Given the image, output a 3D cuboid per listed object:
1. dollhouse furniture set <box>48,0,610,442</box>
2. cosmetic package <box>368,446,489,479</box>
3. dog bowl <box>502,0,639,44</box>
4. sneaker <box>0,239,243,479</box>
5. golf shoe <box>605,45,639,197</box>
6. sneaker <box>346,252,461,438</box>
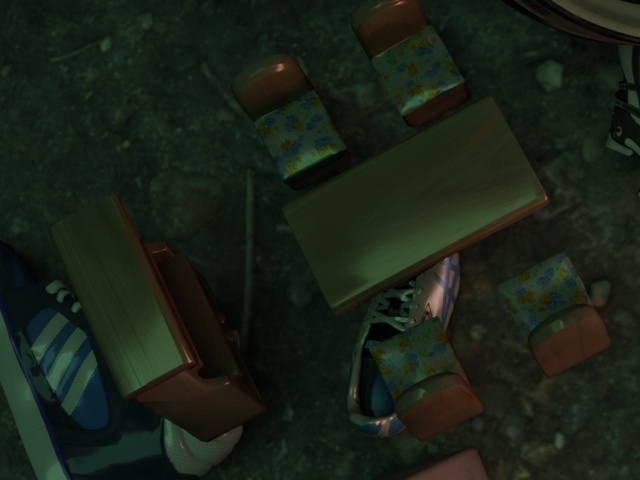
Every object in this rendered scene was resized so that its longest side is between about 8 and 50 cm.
[{"bbox_3d":[0.000,0.000,1.657,0.394,0.256,0.362,-28,70,5],"label":"dollhouse furniture set"},{"bbox_3d":[0.068,0.308,1.641,0.155,0.365,0.197,-21,82,16],"label":"cosmetic package"},{"bbox_3d":[0.270,-0.356,1.620,0.408,0.150,0.407,1,84,-14],"label":"dog bowl"},{"bbox_3d":[-0.203,0.109,1.874,0.236,0.130,0.322,-23,69,-2],"label":"sneaker"},{"bbox_3d":[0.297,-0.128,1.725,0.094,0.077,0.198,-26,81,16],"label":"golf shoe"},{"bbox_3d":[0.079,0.076,1.788,0.085,0.086,0.237,11,92,19],"label":"sneaker"}]
